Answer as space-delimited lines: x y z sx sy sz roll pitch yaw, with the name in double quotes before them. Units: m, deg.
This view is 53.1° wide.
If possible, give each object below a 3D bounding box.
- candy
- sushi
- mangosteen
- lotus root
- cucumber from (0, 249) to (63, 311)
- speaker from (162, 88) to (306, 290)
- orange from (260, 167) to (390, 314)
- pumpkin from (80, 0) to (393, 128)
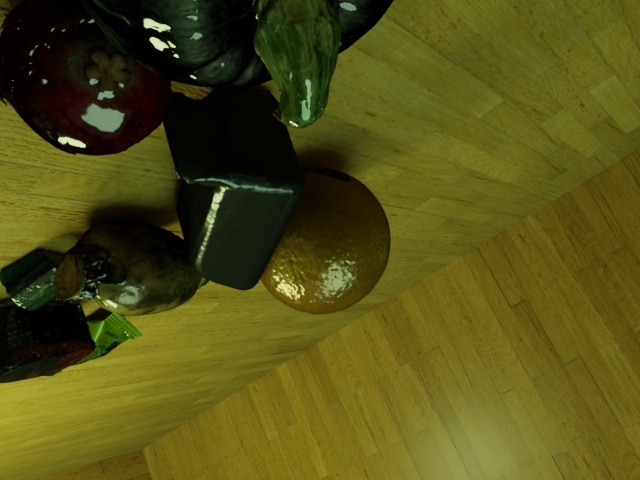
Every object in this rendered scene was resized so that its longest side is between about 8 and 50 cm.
"candy" -0.532 0.229 1.430 0.247 0.069 0.149 -21 156 3
"sushi" -0.551 0.188 1.226 0.136 0.126 0.225 -34 165 23
"mangosteen" -0.239 -0.162 0.639 0.166 0.166 0.180 -10 -178 -37
"lotus root" -0.299 0.043 1.075 0.314 0.169 0.141 4 122 -59
"cucumber" -0.474 0.071 1.097 0.115 0.062 0.116 -32 162 8
"speaker" -0.160 -0.066 0.963 0.184 0.180 0.388 -9 155 -23
"orange" 0.000 0.000 1.180 0.274 0.274 0.274 -22 161 -8
"pumpkin" -0.047 -0.230 0.497 0.296 0.295 0.296 -22 161 -8
